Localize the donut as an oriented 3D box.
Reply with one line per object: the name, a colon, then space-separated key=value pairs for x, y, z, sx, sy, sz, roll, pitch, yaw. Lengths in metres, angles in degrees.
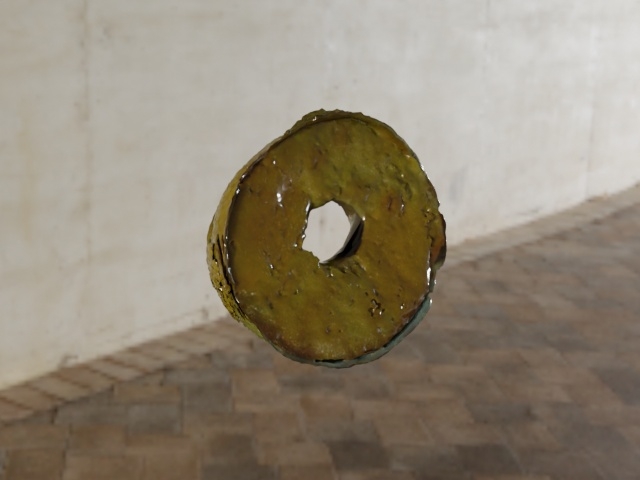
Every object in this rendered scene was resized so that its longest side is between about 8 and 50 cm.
donut: x=0.000 y=0.000 z=1.230 sx=0.272 sy=0.272 sz=0.107 roll=-6 pitch=-2 yaw=-30
